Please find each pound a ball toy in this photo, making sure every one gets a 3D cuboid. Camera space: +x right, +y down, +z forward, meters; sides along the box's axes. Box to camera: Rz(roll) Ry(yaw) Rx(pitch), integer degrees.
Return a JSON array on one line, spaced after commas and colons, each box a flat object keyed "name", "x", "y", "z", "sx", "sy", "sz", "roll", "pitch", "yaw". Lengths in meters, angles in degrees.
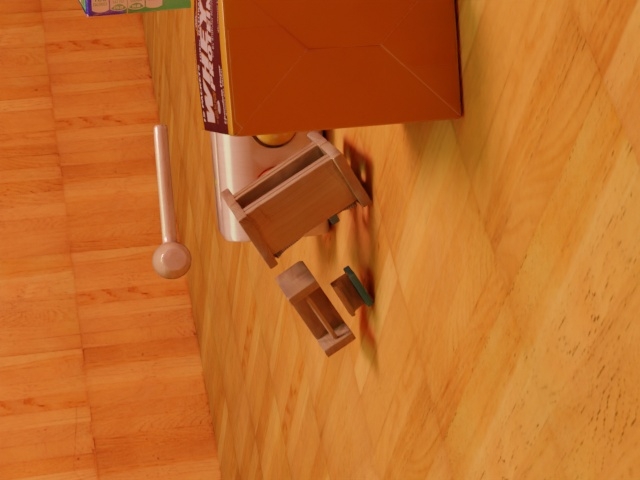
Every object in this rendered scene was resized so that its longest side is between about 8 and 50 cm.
[{"name": "pound a ball toy", "x": -0.099, "y": -0.113, "z": 1.592, "sx": 0.136, "sy": 0.208, "sz": 0.319, "roll": -150, "pitch": 56, "yaw": -75}]

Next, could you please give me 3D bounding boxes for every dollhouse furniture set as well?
[{"name": "dollhouse furniture set", "x": 0.000, "y": 0.000, "z": 1.477, "sx": 0.184, "sy": 0.129, "sz": 0.129, "roll": 57, "pitch": 178, "yaw": -21}]

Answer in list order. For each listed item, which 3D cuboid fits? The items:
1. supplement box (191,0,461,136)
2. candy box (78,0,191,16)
[{"name": "supplement box", "x": -0.003, "y": -0.162, "z": 1.167, "sx": 0.194, "sy": 0.191, "sz": 0.129, "roll": -153, "pitch": 58, "yaw": -77}, {"name": "candy box", "x": -0.161, "y": -0.438, "z": 1.586, "sx": 0.122, "sy": 0.268, "sz": 0.317, "roll": -131, "pitch": 37, "yaw": -58}]
